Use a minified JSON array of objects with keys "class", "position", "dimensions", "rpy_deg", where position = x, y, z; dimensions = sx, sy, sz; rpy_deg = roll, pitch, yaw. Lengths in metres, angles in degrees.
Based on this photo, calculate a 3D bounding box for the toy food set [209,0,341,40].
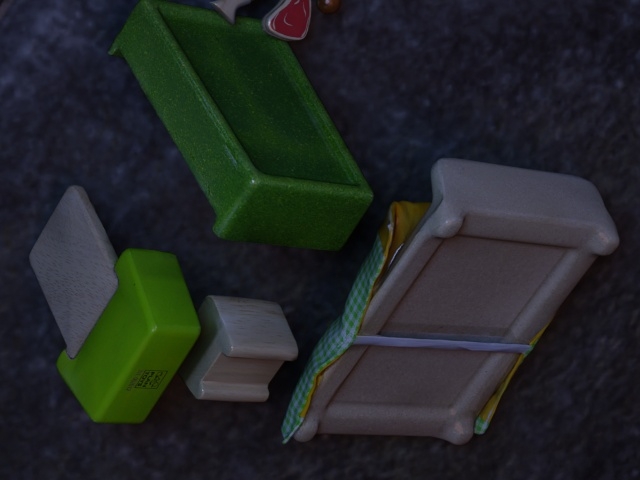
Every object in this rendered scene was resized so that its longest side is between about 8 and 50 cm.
[{"class":"toy food set","position":[-0.003,-0.162,1.110],"dimensions":[0.078,0.019,0.122],"rpy_deg":[33,76,-27]}]

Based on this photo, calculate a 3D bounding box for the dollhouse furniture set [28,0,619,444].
[{"class":"dollhouse furniture set","position":[0.000,0.000,1.172],"dimensions":[0.301,0.151,0.197],"rpy_deg":[6,129,-39]}]
